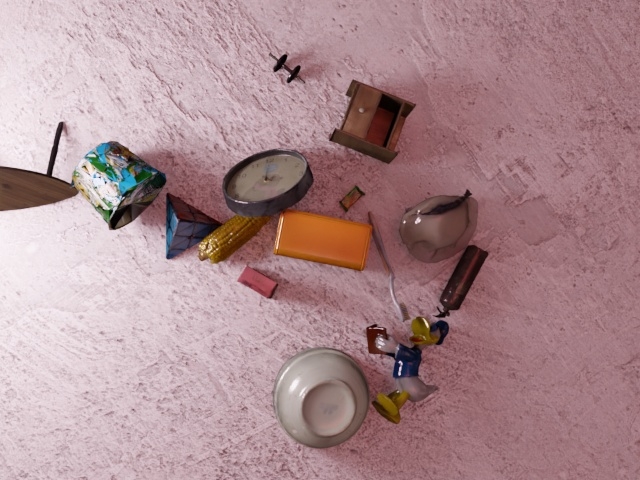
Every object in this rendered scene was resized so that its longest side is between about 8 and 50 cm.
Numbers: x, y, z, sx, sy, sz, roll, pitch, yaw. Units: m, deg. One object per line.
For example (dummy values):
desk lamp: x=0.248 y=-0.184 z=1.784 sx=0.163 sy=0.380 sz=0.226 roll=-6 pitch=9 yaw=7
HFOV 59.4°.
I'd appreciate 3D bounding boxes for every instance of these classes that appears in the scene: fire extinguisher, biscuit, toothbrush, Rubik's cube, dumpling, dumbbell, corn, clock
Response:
fire extinguisher: x=0.441 y=0.138 z=1.798 sx=0.089 sy=0.072 sz=0.268 roll=36 pitch=81 yaw=-45
biscuit: x=0.101 y=-0.137 z=1.817 sx=0.089 sy=0.016 sz=0.046 roll=-44 pitch=91 yaw=-7
toothbrush: x=0.207 y=0.076 z=1.760 sx=0.037 sy=0.028 sz=0.376 roll=-9 pitch=70 yaw=-22
Rubik's cube: x=-0.410 y=-0.007 z=1.739 sx=0.190 sy=0.211 sz=0.178 roll=21 pitch=108 yaw=-27
dumpling: x=0.390 y=-0.044 z=1.771 sx=0.292 sy=0.163 sz=0.205 roll=-14 pitch=83 yaw=-18
dumbbell: x=-0.107 y=-0.551 z=1.798 sx=0.147 sy=0.069 sz=0.069 roll=39 pitch=83 yaw=-1
corn: x=-0.267 y=-0.020 z=1.735 sx=0.261 sy=0.097 sz=0.097 roll=-37 pitch=90 yaw=-11
clock: x=-0.161 y=-0.179 z=1.682 sx=0.280 sy=0.281 sz=0.056 roll=-24 pitch=131 yaw=-7

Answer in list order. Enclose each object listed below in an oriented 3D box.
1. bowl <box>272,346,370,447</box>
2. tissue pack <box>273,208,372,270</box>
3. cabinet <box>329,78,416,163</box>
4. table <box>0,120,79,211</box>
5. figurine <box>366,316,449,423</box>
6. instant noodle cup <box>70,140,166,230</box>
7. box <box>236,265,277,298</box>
bowl: x=0.010 y=0.486 z=1.700 sx=0.306 sy=0.163 sz=0.308 roll=0 pitch=88 yaw=-8
tissue pack: x=0.000 y=0.000 z=1.713 sx=0.274 sy=0.194 sz=0.146 roll=12 pitch=89 yaw=-4
cabinet: x=0.160 y=-0.372 z=1.773 sx=0.215 sy=0.148 sz=0.175 roll=21 pitch=84 yaw=-3
table: x=-0.915 y=-0.249 z=1.633 sx=0.316 sy=0.317 sz=0.249 roll=-9 pitch=74 yaw=-6
figurine: x=0.263 y=0.354 z=1.753 sx=0.338 sy=0.204 sz=0.284 roll=-39 pitch=83 yaw=-19
instant noodle cup: x=-0.598 y=-0.171 z=1.650 sx=0.178 sy=0.240 sz=0.240 roll=44 pitch=83 yaw=1
box: x=-0.186 y=0.129 z=1.702 sx=0.111 sy=0.156 sz=0.060 roll=31 pitch=85 yaw=0
